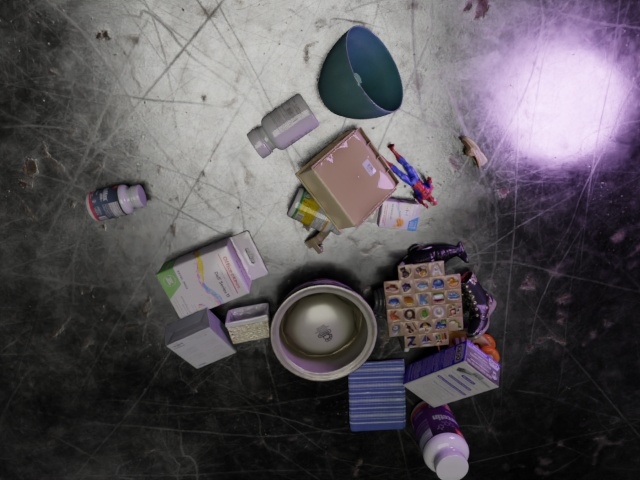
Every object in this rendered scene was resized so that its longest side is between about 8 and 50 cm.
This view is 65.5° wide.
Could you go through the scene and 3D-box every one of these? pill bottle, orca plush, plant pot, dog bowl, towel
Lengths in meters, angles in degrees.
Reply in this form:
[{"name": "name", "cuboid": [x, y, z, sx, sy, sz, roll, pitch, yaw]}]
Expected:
[{"name": "pill bottle", "cuboid": [-0.007, -0.099, 1.804, 0.208, 0.117, 0.118, 25, 104, -10]}, {"name": "orca plush", "cuboid": [0.427, 0.096, 1.900, 0.287, 0.102, 0.151, -5, 108, -2]}, {"name": "pill bottle", "cuboid": [-0.716, -0.138, 1.752, 0.180, 0.108, 0.108, -14, 108, 0]}, {"name": "plant pot", "cuboid": [0.106, -0.515, 1.623, 0.195, 0.290, 0.290, -20, 112, 40]}, {"name": "pill bottle", "cuboid": [0.485, 0.805, 2.011, 0.181, 0.323, 0.182, -1, 108, -4]}, {"name": "dog bowl", "cuboid": [0.007, 0.329, 1.924, 0.407, 0.150, 0.408, -1, 107, -4]}, {"name": "towel", "cuboid": [0.239, 0.658, 2.106, 0.243, 0.040, 0.336, -3, 106, -1]}, {"name": "pill bottle", "cuboid": [-0.131, -0.385, 1.699, 0.229, 0.131, 0.131, -33, 107, 7]}]

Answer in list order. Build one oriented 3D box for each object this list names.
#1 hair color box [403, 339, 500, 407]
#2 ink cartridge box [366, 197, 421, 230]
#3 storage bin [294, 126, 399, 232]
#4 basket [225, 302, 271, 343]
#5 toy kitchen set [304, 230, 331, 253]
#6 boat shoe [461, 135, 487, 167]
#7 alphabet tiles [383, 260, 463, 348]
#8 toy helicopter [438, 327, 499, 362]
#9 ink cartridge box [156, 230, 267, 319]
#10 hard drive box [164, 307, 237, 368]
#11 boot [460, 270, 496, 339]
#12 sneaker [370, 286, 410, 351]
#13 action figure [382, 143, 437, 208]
[{"name": "hair color box", "cuboid": [0.510, 0.532, 1.959, 0.185, 0.110, 0.339, 38, 136, -14]}, {"name": "ink cartridge box", "cuboid": [0.271, -0.099, 1.850, 0.181, 0.061, 0.104, 6, 107, -5]}, {"name": "storage bin", "cuboid": [0.102, -0.213, 1.723, 0.260, 0.123, 0.262, -44, 105, -22]}, {"name": "basket", "cuboid": [-0.272, 0.322, 1.923, 0.167, 0.113, 0.103, -11, 110, 0]}, {"name": "toy kitchen set", "cuboid": [0.000, 0.000, 1.881, 0.068, 0.075, 0.083, 49, 138, -13]}, {"name": "boat shoe", "cuboid": [0.552, -0.321, 1.804, 0.045, 0.050, 0.135, -44, 105, 4]}, {"name": "alphabet tiles", "cuboid": [0.391, 0.247, 1.883, 0.284, 0.011, 0.343, -7, 106, 3]}, {"name": "toy helicopter", "cuboid": [0.532, 0.400, 2.011, 0.235, 0.140, 0.355, -40, 95, 18]}, {"name": "ink cartridge box", "cuboid": [-0.394, 0.127, 1.849, 0.353, 0.119, 0.207, -23, 107, 4]}, {"name": "hard drive box", "cuboid": [-0.450, 0.376, 1.884, 0.181, 0.089, 0.232, -23, 140, 3]}, {"name": "boot", "cuboid": [0.581, 0.249, 1.917, 0.085, 0.236, 0.179, -23, 109, 48]}, {"name": "sneaker", "cuboid": [0.274, 0.306, 1.963, 0.146, 0.104, 0.296, -9, 104, 3]}, {"name": "action figure", "cuboid": [0.336, -0.217, 1.781, 0.280, 0.139, 0.091, 43, 95, -17]}]
